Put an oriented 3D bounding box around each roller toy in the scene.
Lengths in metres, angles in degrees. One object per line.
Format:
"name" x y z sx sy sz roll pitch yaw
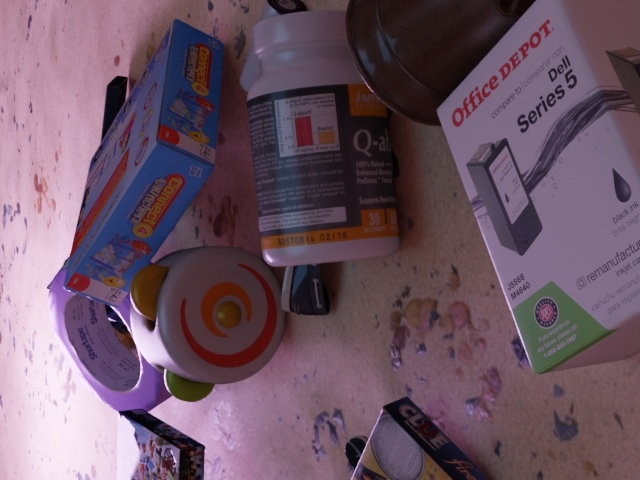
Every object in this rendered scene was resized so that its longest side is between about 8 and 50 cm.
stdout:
"roller toy" -0.154 0.100 1.547 0.146 0.191 0.209 -8 112 60

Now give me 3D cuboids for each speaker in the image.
"speaker" -0.064 -0.256 1.478 0.055 0.055 0.136 60 142 36

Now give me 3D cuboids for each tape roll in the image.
"tape roll" -0.330 0.150 1.859 0.275 0.090 0.274 22 126 34

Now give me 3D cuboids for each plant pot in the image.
"plant pot" 0.137 -0.217 1.047 0.165 0.167 0.166 -33 66 51

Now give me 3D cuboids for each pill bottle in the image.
"pill bottle" 0.000 -0.113 1.284 0.162 0.162 0.278 -5 90 60

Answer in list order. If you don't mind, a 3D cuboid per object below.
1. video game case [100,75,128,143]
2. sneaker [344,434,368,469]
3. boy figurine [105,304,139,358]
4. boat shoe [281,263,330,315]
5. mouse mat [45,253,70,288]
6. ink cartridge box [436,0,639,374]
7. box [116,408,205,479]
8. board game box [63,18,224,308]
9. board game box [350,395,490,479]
"video game case" -0.367 -0.141 1.940 0.196 0.026 0.274 -113 30 -76
"sneaker" 0.064 0.288 1.371 0.044 0.040 0.109 -16 -91 -77
"boy figurine" -0.378 0.154 2.039 0.177 0.092 0.285 45 140 14
"boat shoe" 0.000 0.000 1.426 0.065 0.075 0.206 15 106 13
"mouse mat" -0.398 0.044 1.996 0.190 0.153 0.007 -41 63 54
"ink cartridge box" 0.229 -0.051 0.950 0.198 0.115 0.272 -47 54 52
"box" -0.251 0.366 1.731 0.233 0.044 0.159 11 100 57
"board game box" -0.253 -0.112 1.619 0.308 0.086 0.301 -51 26 35
"board game box" 0.100 0.319 1.265 0.165 0.042 0.243 44 132 31
